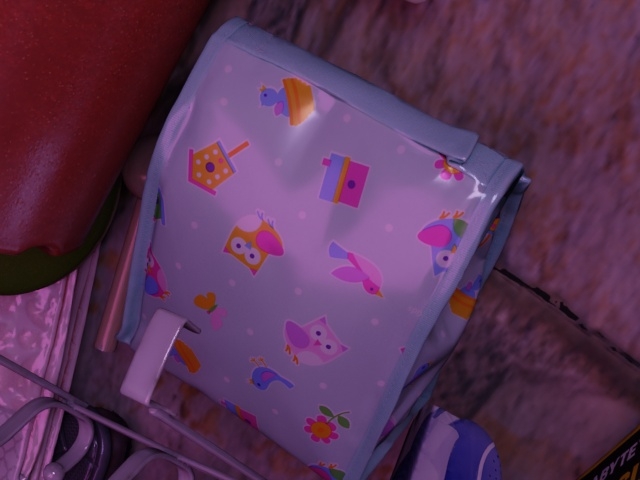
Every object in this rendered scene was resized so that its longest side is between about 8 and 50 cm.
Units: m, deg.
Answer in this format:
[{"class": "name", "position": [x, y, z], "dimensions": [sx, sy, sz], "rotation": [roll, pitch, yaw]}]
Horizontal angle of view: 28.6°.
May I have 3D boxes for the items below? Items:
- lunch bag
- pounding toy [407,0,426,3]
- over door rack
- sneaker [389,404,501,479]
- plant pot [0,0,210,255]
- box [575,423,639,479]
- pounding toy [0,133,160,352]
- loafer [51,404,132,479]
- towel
[{"class": "lunch bag", "position": [0.000, 0.000, 0.842], "dimensions": [0.223, 0.160, 0.262], "rotation": [31, 128, 15]}, {"class": "pounding toy", "position": [0.091, -0.286, 0.718], "dimensions": [0.154, 0.155, 0.269], "rotation": [16, 133, -11]}, {"class": "over door rack", "position": [-0.160, 0.133, 0.863], "dimensions": [0.240, 0.108, 0.324], "rotation": [18, 153, 26]}, {"class": "sneaker", "position": [0.120, 0.240, 0.885], "dimensions": [0.182, 0.127, 0.315], "rotation": [19, 146, 8]}, {"class": "plant pot", "position": [-0.191, -0.149, 0.765], "dimensions": [0.272, 0.272, 0.265], "rotation": [28, 103, 16]}, {"class": "box", "position": [0.333, 0.198, 0.735], "dimensions": [0.322, 0.079, 0.257], "rotation": [32, 137, 0]}, {"class": "pounding toy", "position": [-0.231, -0.043, 0.929], "dimensions": [0.237, 0.110, 0.183], "rotation": [25, 90, 19]}, {"class": "loafer", "position": [-0.247, 0.262, 1.145], "dimensions": [0.302, 0.095, 0.109], "rotation": [-55, 53, 23]}, {"class": "towel", "position": [-0.354, 0.046, 1.075], "dimensions": [0.332, 0.053, 0.317], "rotation": [18, 103, 19]}]
